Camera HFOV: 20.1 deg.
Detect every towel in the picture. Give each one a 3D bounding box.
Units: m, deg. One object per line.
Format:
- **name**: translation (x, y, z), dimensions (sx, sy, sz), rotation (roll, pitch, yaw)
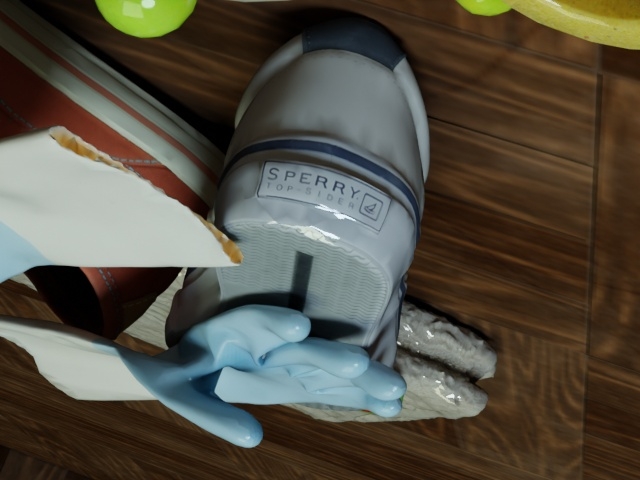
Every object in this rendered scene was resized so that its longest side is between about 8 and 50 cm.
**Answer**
- **towel**: translation (-0.058, 0.025, 0.942), dimensions (0.282, 0.049, 0.187), rotation (27, 162, -21)

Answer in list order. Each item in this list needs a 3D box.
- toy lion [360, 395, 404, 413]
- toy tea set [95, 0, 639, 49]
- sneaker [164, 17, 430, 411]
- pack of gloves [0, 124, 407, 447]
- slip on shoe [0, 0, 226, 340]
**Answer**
- **toy lion**: translation (-0.012, 0.065, 0.880), dimensions (0.096, 0.034, 0.100), rotation (24, 165, -38)
- **toy tea set**: translation (0.079, -0.071, 0.280), dimensions (0.200, 0.124, 0.336), rotation (31, 162, -30)
- **sneaker**: translation (0.000, 0.000, 0.692), dimensions (0.094, 0.091, 0.258), rotation (21, 160, -4)
- **pack of gloves**: translation (-0.096, 0.034, 0.667), dimensions (0.195, 0.046, 0.232), rotation (34, 156, -36)
- **slip on shoe**: translation (-0.182, -0.063, 0.709), dimensions (0.331, 0.101, 0.123), rotation (33, 164, -28)
